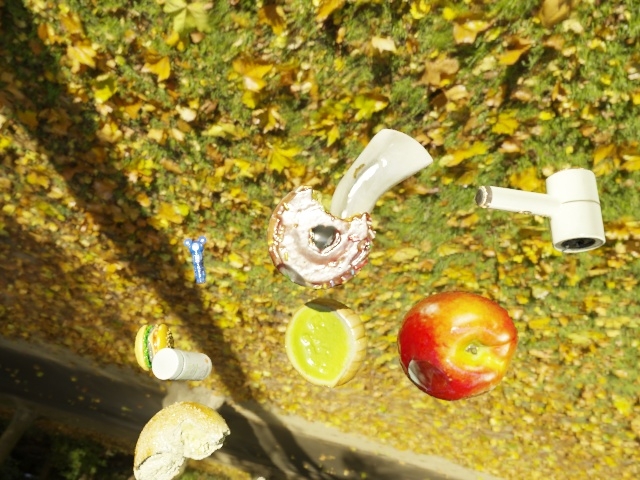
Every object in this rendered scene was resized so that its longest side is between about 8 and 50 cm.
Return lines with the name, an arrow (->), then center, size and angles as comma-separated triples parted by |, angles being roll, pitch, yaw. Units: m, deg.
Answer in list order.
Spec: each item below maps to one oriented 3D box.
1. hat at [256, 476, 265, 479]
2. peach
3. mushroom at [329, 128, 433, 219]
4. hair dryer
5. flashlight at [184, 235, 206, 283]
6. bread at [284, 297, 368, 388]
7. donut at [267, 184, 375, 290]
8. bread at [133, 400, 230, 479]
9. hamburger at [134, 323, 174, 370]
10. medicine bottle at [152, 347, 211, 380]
hat -> -0.246, 0.796, 1.474 | 0.161, 0.275, 0.232 | 30, 132, 16
peach -> 0.411, 0.342, 1.640 | 0.335, 0.310, 0.406 | 58, 148, -7
mushroom -> 0.132, -0.134, 1.461 | 0.177, 0.397, 0.126 | 38, 176, 11
hair dryer -> 0.559, -0.093, 1.354 | 0.362, 0.203, 0.128 | 6, 160, -10
flashlight -> -0.309, 0.051, 1.305 | 0.057, 0.121, 0.035 | -10, 168, -7
bread -> 0.013, 0.269, 1.354 | 0.236, 0.236, 0.070 | -6, 180, 29
donut -> -0.001, 0.000, 1.129 | 0.230, 0.216, 0.096 | 15, 178, 2
bread -> -0.435, 0.589, 1.585 | 0.314, 0.192, 0.171 | -29, 130, 10
hamburger -> -0.563, 0.363, 1.758 | 0.115, 0.162, 0.162 | -5, 149, -2
medicine bottle -> -0.399, 0.364, 1.504 | 0.086, 0.086, 0.183 | 1, 164, 20
